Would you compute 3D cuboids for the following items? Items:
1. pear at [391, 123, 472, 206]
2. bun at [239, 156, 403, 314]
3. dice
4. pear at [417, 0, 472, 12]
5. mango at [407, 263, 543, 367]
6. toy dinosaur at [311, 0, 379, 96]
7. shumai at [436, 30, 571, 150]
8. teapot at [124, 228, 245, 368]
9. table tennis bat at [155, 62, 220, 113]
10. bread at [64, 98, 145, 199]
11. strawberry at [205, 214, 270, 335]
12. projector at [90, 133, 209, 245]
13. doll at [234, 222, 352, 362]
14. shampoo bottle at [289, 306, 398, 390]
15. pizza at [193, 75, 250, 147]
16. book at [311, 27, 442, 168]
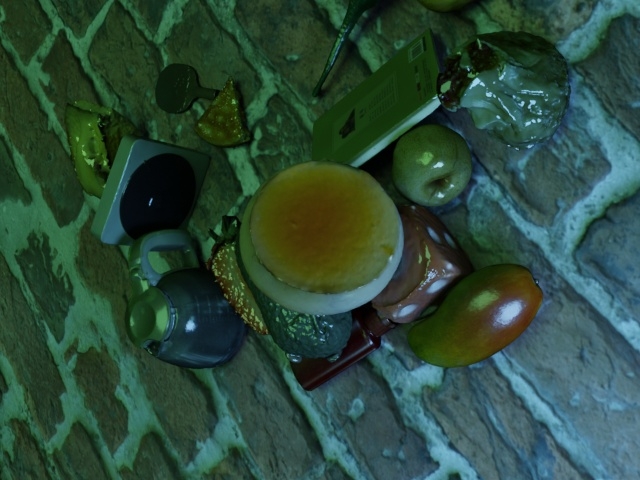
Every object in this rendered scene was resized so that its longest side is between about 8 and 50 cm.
[{"bbox_3d":[0.214,-0.148,1.608,0.167,0.167,0.137,-39,42,26],"label":"pear"},{"bbox_3d":[0.000,0.000,1.512,0.298,0.165,0.299,3,67,-6],"label":"bun"},{"bbox_3d":[0.180,0.046,1.606,0.174,0.179,0.175,-44,58,24],"label":"dice"},{"bbox_3d":[0.245,-0.542,1.639,0.178,0.178,0.178,-4,83,35],"label":"pear"},{"bbox_3d":[0.288,0.152,1.548,0.146,0.129,0.289,39,124,-1],"label":"mango"},{"bbox_3d":[0.082,-0.503,1.710,0.087,0.447,0.301,31,73,-1],"label":"toy dinosaur"},{"bbox_3d":[0.330,-0.301,1.516,0.189,0.218,0.256,-48,58,28],"label":"shumai"},{"bbox_3d":[-0.322,0.138,1.912,0.239,0.239,0.322,9,89,34],"label":"teapot"},{"bbox_3d":[-0.344,-0.385,2.118,0.234,0.022,0.131,17,94,38],"label":"table tennis bat"},{"bbox_3d":[-0.571,-0.244,2.181,0.204,0.162,0.262,17,118,34],"label":"bread"},{"bbox_3d":[-0.147,0.072,1.879,0.188,0.106,0.286,-25,85,29],"label":"strawberry"},{"bbox_3d":[-0.410,-0.113,1.988,0.079,0.257,0.259,28,101,33],"label":"projector"},{"bbox_3d":[-0.041,0.078,1.693,0.247,0.247,0.350,-32,63,29],"label":"doll"},{"bbox_3d":[0.050,0.216,1.745,0.260,0.064,0.102,-37,63,27],"label":"shampoo bottle"},{"bbox_3d":[-0.239,-0.312,2.024,0.184,0.036,0.176,1,84,37],"label":"pizza"},{"bbox_3d":[0.111,-0.268,1.705,0.352,0.035,0.239,-36,36,32],"label":"book"}]
